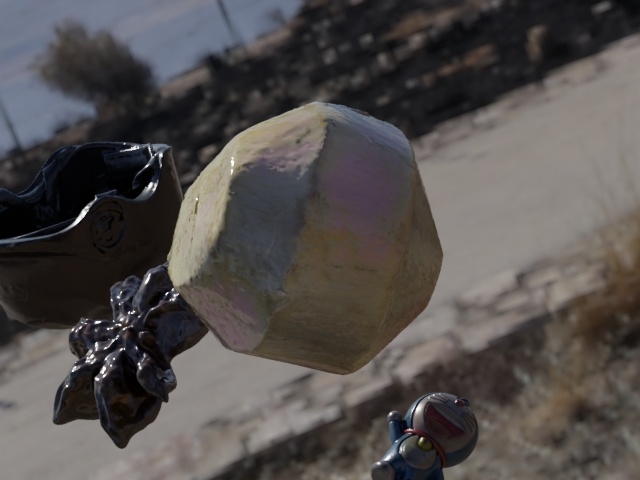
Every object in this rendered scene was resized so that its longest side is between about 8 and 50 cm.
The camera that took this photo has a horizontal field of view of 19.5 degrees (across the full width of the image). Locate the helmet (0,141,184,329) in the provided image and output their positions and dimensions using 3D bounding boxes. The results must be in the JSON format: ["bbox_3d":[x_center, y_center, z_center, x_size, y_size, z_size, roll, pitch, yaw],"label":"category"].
[{"bbox_3d":[-0.277,0.011,2.116,0.225,0.177,0.305,9,34,44],"label":"helmet"}]

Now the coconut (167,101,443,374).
[{"bbox_3d":[0.000,0.000,1.560,0.237,0.237,0.197,-25,17,-12],"label":"coconut"}]

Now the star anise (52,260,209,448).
[{"bbox_3d":[-0.185,0.100,1.813,0.197,0.073,0.212,-1,56,48],"label":"star anise"}]

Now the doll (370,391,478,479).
[{"bbox_3d":[0.124,0.231,2.125,0.152,0.114,0.085,-43,-13,-31],"label":"doll"}]
